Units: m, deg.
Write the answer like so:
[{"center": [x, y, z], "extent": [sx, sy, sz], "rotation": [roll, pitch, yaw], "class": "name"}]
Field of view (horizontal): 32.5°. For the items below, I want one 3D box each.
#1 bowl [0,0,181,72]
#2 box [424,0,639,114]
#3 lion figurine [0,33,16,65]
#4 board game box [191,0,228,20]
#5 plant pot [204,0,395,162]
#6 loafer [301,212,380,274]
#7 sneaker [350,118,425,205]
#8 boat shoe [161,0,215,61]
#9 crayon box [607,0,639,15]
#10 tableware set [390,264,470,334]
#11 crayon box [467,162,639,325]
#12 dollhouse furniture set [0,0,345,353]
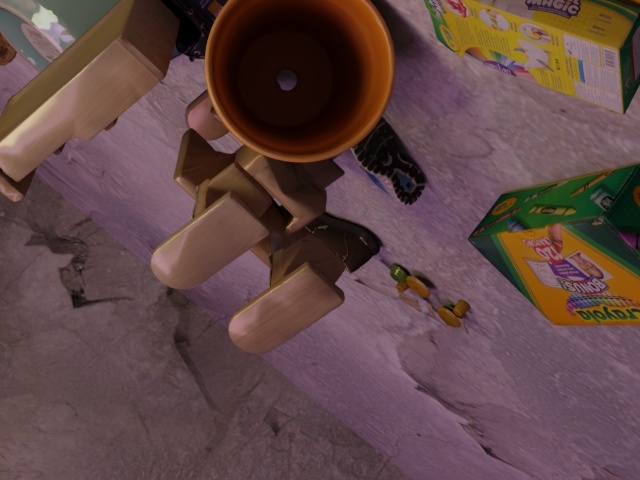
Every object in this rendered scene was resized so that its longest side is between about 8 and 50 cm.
[{"center": [-0.360, -0.332, 1.591], "extent": [0.312, 0.163, 0.311], "rotation": [36, 162, 13], "class": "bowl"}, {"center": [0.165, -0.168, 0.872], "extent": [0.179, 0.043, 0.105], "rotation": [23, 166, 24], "class": "box"}, {"center": [-0.667, -0.464, 1.929], "extent": [0.240, 0.142, 0.392], "rotation": [28, 157, 9], "class": "lion figurine"}, {"center": [-0.130, -0.332, 1.293], "extent": [0.194, 0.060, 0.194], "rotation": [42, 162, -12], "class": "board game box"}, {"center": [-0.032, -0.193, 1.257], "extent": [0.205, 0.205, 0.188], "rotation": [42, 179, -8], "class": "plant pot"}, {"center": [0.000, 0.000, 1.827], "extent": [0.220, 0.078, 0.080], "rotation": [17, 152, 50], "class": "loafer"}, {"center": [0.068, -0.109, 1.449], "extent": [0.073, 0.063, 0.162], "rotation": [21, 155, 53], "class": "sneaker"}, {"center": [-0.166, -0.281, 1.466], "extent": [0.080, 0.076, 0.228], "rotation": [27, 159, 34], "class": "boat shoe"}, {"center": [0.157, -0.275, 0.824], "extent": [0.202, 0.081, 0.318], "rotation": [14, 151, 52], "class": "crayon box"}, {"center": [0.180, 0.091, 1.791], "extent": [0.154, 0.024, 0.104], "rotation": [26, 155, 39], "class": "tableware set"}, {"center": [0.307, 0.014, 1.236], "extent": [0.165, 0.081, 0.278], "rotation": [43, 162, -13], "class": "crayon box"}, {"center": [-0.184, -0.077, 1.387], "extent": [0.394, 0.256, 0.362], "rotation": [44, -155, -26], "class": "dollhouse furniture set"}]
